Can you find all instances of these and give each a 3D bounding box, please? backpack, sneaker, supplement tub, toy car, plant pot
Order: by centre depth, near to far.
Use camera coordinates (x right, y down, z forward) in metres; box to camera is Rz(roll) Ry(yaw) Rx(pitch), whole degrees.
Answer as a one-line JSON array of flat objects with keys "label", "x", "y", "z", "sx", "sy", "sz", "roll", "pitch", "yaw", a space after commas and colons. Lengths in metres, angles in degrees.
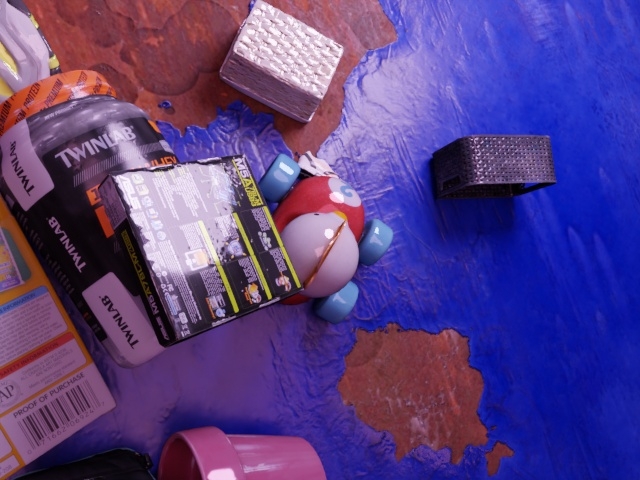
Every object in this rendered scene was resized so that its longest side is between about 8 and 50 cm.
[{"label": "backpack", "x": -0.283, "y": 0.343, "z": 0.638, "sx": 0.188, "sy": 0.165, "sz": 0.145, "roll": 14, "pitch": 102, "yaw": -48}, {"label": "sneaker", "x": -0.490, "y": -0.331, "z": 0.702, "sx": 0.147, "sy": 0.145, "sz": 0.385, "roll": -33, "pitch": 92, "yaw": -21}, {"label": "supplement tub", "x": -0.256, "y": -0.028, "z": 0.702, "sx": 0.207, "sy": 0.207, "sz": 0.338, "roll": -35, "pitch": 94, "yaw": -20}, {"label": "plant pot", "x": -0.098, "y": 0.340, "z": 0.721, "sx": 0.180, "sy": 0.201, "sz": 0.202, "roll": 0, "pitch": 82, "yaw": -35}, {"label": "toy car", "x": 0.000, "y": 0.000, "z": 0.760, "sx": 0.219, "sy": 0.238, "sz": 0.210, "roll": 34, "pitch": 82, "yaw": -12}, {"label": "sneaker", "x": 0.011, "y": -0.107, "z": 0.894, "sx": 0.109, "sy": 0.040, "sz": 0.044, "roll": 30, "pitch": 63, "yaw": -17}]

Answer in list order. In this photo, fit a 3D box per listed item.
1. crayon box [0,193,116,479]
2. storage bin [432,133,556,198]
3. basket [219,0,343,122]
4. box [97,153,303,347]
[{"label": "crayon box", "x": -0.409, "y": 0.111, "z": 0.633, "sx": 0.203, "sy": 0.083, "sz": 0.323, "roll": -32, "pitch": 107, "yaw": -35}, {"label": "storage bin", "x": 0.299, "y": -0.126, "z": 0.950, "sx": 0.180, "sy": 0.122, "sz": 0.085, "roll": -4, "pitch": 83, "yaw": -19}, {"label": "basket", "x": -0.059, "y": -0.280, "z": 0.861, "sx": 0.167, "sy": 0.103, "sz": 0.113, "roll": 25, "pitch": 76, "yaw": -15}, {"label": "box", "x": -0.129, "y": 0.001, "z": 0.624, "sx": 0.184, "sy": 0.045, "sz": 0.191, "roll": -18, "pitch": 81, "yaw": -48}]
